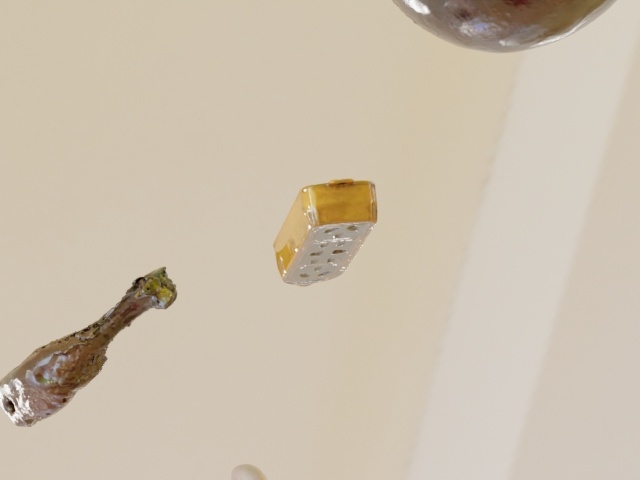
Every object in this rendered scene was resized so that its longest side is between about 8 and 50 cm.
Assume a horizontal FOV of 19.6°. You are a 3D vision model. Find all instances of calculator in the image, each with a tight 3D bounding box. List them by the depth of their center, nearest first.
[{"bbox_3d":[-0.063,0.276,1.878,0.024,0.166,0.103,-17,-93,-14],"label":"calculator"}]

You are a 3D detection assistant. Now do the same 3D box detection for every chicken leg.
[{"bbox_3d":[-0.202,0.095,1.521,0.051,0.253,0.106,50,-132,-6],"label":"chicken leg"}]

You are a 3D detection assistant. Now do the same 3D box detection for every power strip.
[{"bbox_3d":[0.000,0.000,1.218,0.049,0.028,0.178,-6,-16,-12],"label":"power strip"}]

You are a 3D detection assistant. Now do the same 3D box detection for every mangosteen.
[{"bbox_3d":[0.176,-0.326,1.755,0.297,0.297,0.313,-56,-11,-1],"label":"mangosteen"}]
